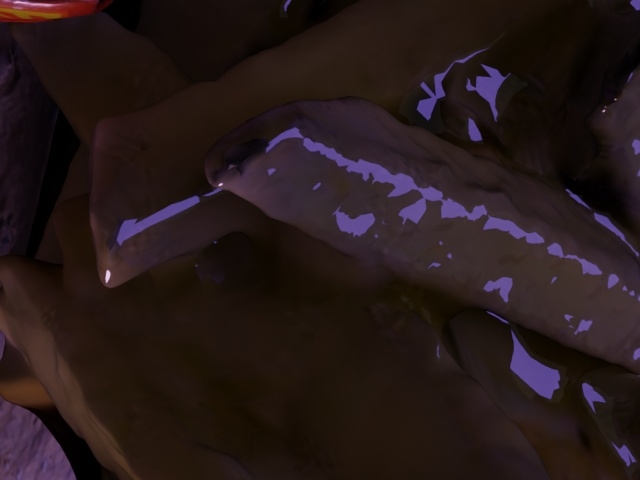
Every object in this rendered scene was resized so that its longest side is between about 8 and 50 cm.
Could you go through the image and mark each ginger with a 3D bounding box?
[{"bbox_3d":[0.047,0.008,0.630,0.211,0.358,0.414,156,-59,-83],"label":"ginger"}]

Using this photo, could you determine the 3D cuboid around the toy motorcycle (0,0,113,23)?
[{"bbox_3d":[-0.091,-0.184,0.591,0.171,0.089,0.298,77,30,-49],"label":"toy motorcycle"}]
